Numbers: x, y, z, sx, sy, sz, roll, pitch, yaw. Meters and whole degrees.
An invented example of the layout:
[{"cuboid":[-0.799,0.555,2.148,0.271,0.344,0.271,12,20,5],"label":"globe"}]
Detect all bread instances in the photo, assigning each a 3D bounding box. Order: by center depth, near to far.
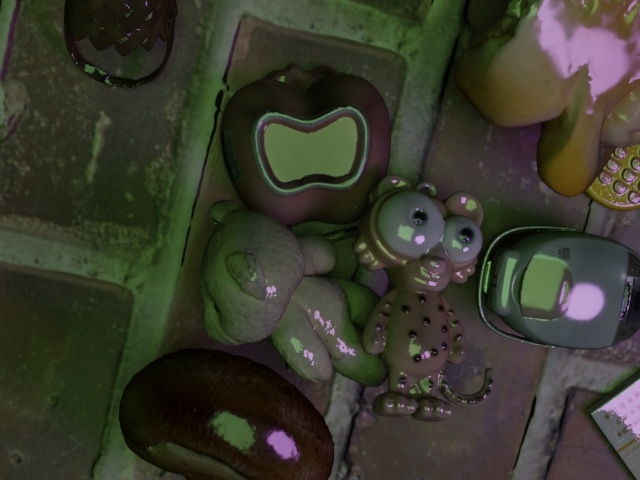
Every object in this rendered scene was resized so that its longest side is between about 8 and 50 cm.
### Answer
[{"cuboid":[0.342,-0.261,1.198,0.424,0.329,0.245,-43,77,2],"label":"bread"}]

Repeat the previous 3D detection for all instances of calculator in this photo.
[{"cuboid":[0.401,-0.146,1.380,0.146,0.032,0.235,33,94,-8],"label":"calculator"}]

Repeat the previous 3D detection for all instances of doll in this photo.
[{"cuboid":[0.115,0.064,1.282,0.154,0.119,0.278,0,77,-18],"label":"doll"},{"cuboid":[-0.029,0.078,1.290,0.278,0.175,0.149,32,103,-31],"label":"doll"}]

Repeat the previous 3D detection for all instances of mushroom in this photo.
[{"cuboid":[-0.107,0.210,1.275,0.253,0.253,0.153,20,68,-7],"label":"mushroom"}]

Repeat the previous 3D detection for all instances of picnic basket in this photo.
[{"cuboid":[-0.226,-0.249,1.273,0.128,0.138,0.178,19,128,-1],"label":"picnic basket"}]

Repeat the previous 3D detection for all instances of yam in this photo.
[{"cuboid":[0.000,0.000,1.372,0.107,0.014,0.014,-15,97,-3],"label":"yam"}]

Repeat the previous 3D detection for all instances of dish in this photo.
[{"cuboid":[-0.014,-0.109,1.321,0.213,0.090,0.213,0,97,-4],"label":"dish"}]

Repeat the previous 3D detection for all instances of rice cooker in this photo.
[{"cuboid":[0.286,0.055,1.347,0.206,0.127,0.145,8,95,-2],"label":"rice cooker"}]

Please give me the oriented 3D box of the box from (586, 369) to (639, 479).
[{"cuboid":[0.418,0.254,1.428,0.090,0.024,0.167,-36,98,0],"label":"box"}]
